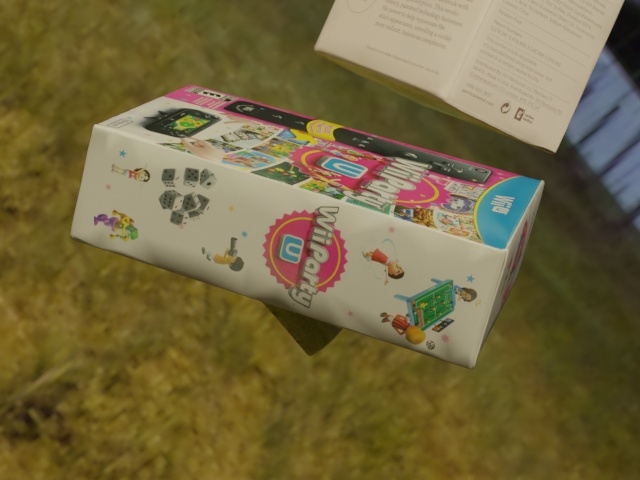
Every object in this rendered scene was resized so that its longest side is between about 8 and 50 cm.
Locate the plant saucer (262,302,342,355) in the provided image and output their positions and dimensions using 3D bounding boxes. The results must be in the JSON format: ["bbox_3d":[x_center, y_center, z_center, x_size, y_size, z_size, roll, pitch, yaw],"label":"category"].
[{"bbox_3d":[0.000,0.000,1.583,0.188,0.045,0.188,53,45,-57],"label":"plant saucer"}]

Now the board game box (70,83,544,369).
[{"bbox_3d":[-0.001,-0.021,1.168,0.303,0.098,0.224,17,18,9],"label":"board game box"}]

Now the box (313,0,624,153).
[{"bbox_3d":[0.177,-0.291,1.519,0.168,0.345,0.215,21,6,-40],"label":"box"}]
